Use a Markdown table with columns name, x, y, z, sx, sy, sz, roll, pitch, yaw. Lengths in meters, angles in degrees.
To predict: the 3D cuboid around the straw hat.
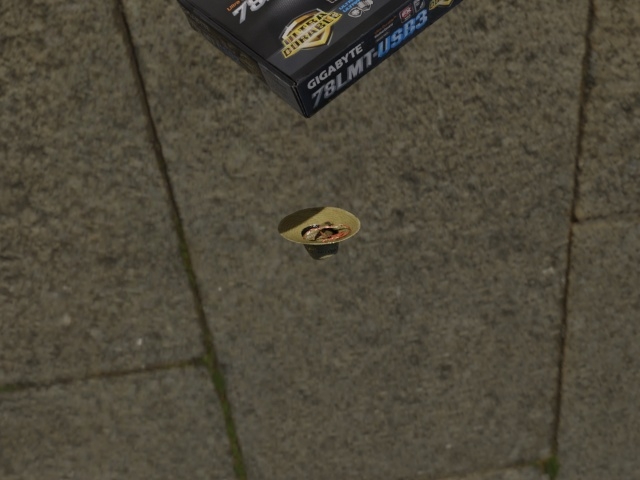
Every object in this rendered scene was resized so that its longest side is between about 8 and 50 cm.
| name | x | y | z | sx | sy | sz | roll | pitch | yaw |
| --- | --- | --- | --- | --- | --- | --- | --- | --- | --- |
| straw hat | 0.000 | 0.000 | 1.541 | 0.145 | 0.144 | 0.061 | -6 | 118 | 0 |

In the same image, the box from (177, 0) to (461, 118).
| name | x | y | z | sx | sy | sz | roll | pitch | yaw |
| --- | --- | --- | --- | --- | --- | --- | --- | --- | --- |
| box | -0.001 | -0.336 | 1.221 | 0.295 | 0.293 | 0.073 | -39 | 145 | -11 |
